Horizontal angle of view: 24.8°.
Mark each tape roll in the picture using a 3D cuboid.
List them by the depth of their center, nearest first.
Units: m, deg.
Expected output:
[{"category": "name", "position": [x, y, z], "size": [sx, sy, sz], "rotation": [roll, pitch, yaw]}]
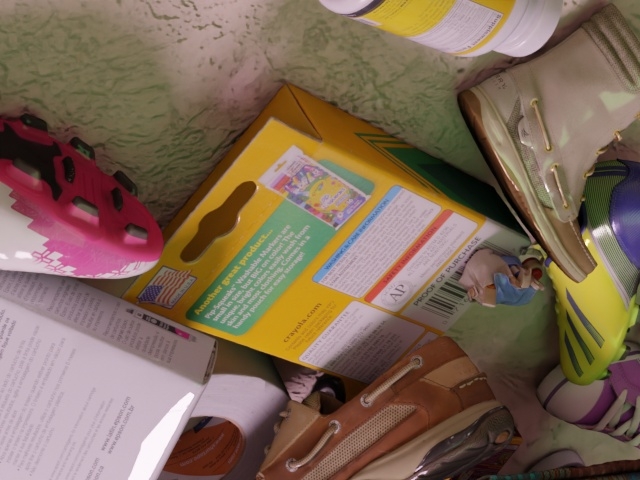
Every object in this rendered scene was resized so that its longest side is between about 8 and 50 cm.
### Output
[{"category": "tape roll", "position": [-0.134, 0.174, 1.329], "size": [0.219, 0.072, 0.219], "rotation": [-15, 136, -15]}]

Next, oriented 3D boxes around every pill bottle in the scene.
[{"category": "pill bottle", "position": [0.089, -0.194, 1.069], "size": [0.184, 0.103, 0.103], "rotation": [13, 124, -37]}]

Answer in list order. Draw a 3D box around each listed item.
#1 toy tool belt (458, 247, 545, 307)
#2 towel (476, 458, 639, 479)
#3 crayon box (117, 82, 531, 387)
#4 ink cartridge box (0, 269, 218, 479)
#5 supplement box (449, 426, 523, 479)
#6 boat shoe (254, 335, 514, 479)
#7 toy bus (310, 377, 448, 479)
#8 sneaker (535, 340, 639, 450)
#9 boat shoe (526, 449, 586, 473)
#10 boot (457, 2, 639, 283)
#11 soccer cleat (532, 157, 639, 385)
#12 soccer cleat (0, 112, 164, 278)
[{"category": "toy tool belt", "position": [0.164, 0.039, 1.253], "size": [0.083, 0.051, 0.052], "rotation": [-1, 131, -29]}, {"category": "towel", "position": [0.171, 0.301, 1.530], "size": [0.271, 0.040, 0.370], "rotation": [-1, 154, -35]}, {"category": "crayon box", "position": [0.000, 0.000, 1.225], "size": [0.323, 0.083, 0.203], "rotation": [23, 117, -42]}, {"category": "ink cartridge box", "position": [-0.292, 0.145, 1.170], "size": [0.330, 0.071, 0.324], "rotation": [25, 122, -7]}, {"category": "supplement box", "position": [0.169, 0.226, 1.568], "size": [0.055, 0.043, 0.083], "rotation": [13, 123, -37]}, {"category": "boat shoe", "position": [0.016, 0.193, 1.295], "size": [0.324, 0.120, 0.122], "rotation": [-31, 162, 17]}, {"category": "toy bus", "position": [0.017, 0.241, 1.433], "size": [0.108, 0.130, 0.333], "rotation": [22, 118, -41]}, {"category": "sneaker", "position": [0.371, 0.200, 1.569], "size": [0.282, 0.161, 0.102], "rotation": [8, 128, -33]}, {"category": "boat shoe", "position": [0.313, 0.367, 1.748], "size": [0.114, 0.091, 0.302], "rotation": [-31, 138, 2]}, {"category": "boot", "position": [0.232, -0.080, 1.253], "size": [0.165, 0.077, 0.213], "rotation": [-33, 116, -1]}, {"category": "soccer cleat", "position": [0.260, 0.031, 1.415], "size": [0.121, 0.093, 0.289], "rotation": [10, 137, 3]}, {"category": "soccer cleat", "position": [-0.272, -0.028, 1.030], "size": [0.331, 0.116, 0.143], "rotation": [24, 116, -34]}]
